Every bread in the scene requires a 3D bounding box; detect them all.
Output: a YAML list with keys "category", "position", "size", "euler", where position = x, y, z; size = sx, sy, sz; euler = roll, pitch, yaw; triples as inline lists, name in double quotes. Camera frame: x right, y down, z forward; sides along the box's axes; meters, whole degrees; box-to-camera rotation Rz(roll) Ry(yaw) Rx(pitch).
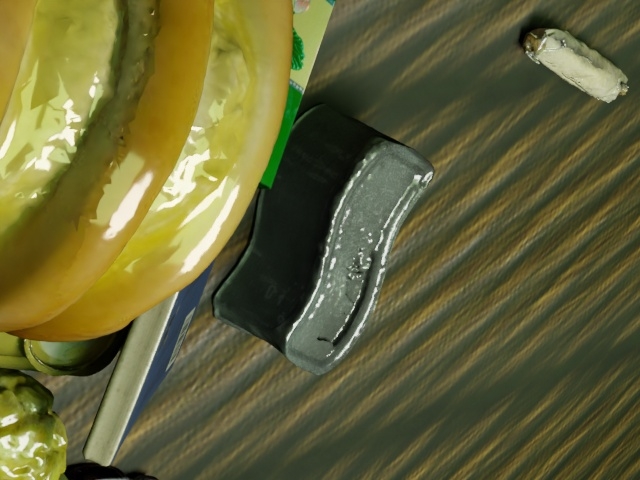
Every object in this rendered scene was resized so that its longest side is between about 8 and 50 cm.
- category: "bread"
  position: [-0.151, -0.095, 0.648]
  size: [0.270, 0.211, 0.316]
  euler: [19, 83, -27]

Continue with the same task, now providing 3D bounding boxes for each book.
- category: "book"
  position: [-0.113, 0.045, 0.918]
  size: [0.269, 0.025, 0.191]
  euler: [-76, -173, -81]

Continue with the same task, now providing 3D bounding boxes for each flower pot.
- category: "flower pot"
  position: [0.000, 0.000, 1.069]
  size: [0.103, 0.108, 0.229]
  euler: [16, 100, -45]

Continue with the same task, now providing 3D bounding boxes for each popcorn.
- category: "popcorn"
  position: [-0.240, 0.145, 0.853]
  size: [0.116, 0.106, 0.121]
  euler: [-44, 122, 0]

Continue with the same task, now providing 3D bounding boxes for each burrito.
- category: "burrito"
  position: [0.276, -0.191, 1.271]
  size: [0.045, 0.041, 0.185]
  euler: [-29, 149, 31]

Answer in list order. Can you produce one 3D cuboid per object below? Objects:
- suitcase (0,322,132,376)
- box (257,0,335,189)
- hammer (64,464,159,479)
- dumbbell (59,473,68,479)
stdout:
- category: "suitcase"
  position: [-0.216, -0.007, 0.837]
  size: [0.234, 0.143, 0.194]
  euler: [16, 100, -47]
- category: "box"
  position: [-0.052, -0.173, 0.936]
  size: [0.132, 0.034, 0.235]
  euler: [30, 75, -46]
- category: "hammer"
  position: [-0.257, 0.333, 1.063]
  size: [0.137, 0.037, 0.290]
  euler: [23, 95, -47]
- category: "dumbbell"
  position: [-0.304, 0.308, 0.954]
  size: [0.121, 0.108, 0.302]
  euler: [19, 99, -44]
